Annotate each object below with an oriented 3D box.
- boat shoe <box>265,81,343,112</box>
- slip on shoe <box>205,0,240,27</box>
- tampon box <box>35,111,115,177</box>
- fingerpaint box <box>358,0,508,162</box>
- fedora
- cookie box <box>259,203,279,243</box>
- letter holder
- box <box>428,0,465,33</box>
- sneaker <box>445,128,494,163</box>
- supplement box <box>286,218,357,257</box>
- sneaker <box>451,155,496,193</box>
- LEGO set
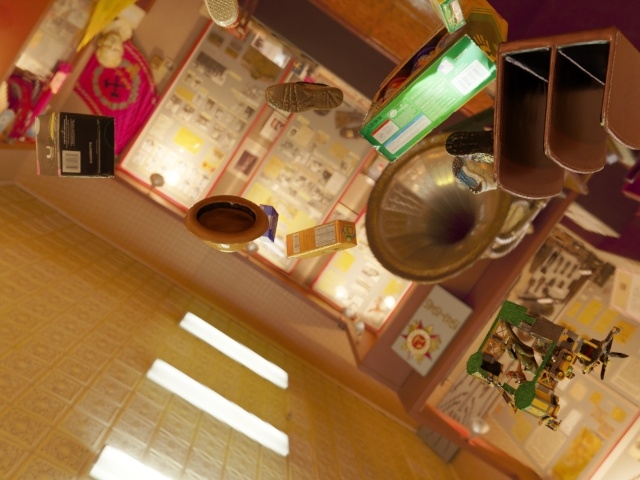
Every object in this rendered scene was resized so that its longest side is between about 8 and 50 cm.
[{"bbox_3d":[-0.034,-0.273,1.052,0.153,0.056,0.049,0,-156,-19],"label":"boat shoe"},{"bbox_3d":[-0.324,-0.813,1.711,0.101,0.123,0.330,1,-107,-84],"label":"slip on shoe"},{"bbox_3d":[-0.483,-0.184,1.082,0.102,0.120,0.161,-4,-172,-42],"label":"tampon box"},{"bbox_3d":[0.351,-0.511,1.730,0.163,0.445,0.371,39,-137,-15],"label":"fingerpaint box"},{"bbox_3d":[-0.219,-0.029,1.288,0.195,0.079,0.194,6,-141,-5],"label":"fedora"},{"bbox_3d":[-0.149,-0.046,1.548,0.040,0.091,0.107,7,171,6],"label":"cookie box"},{"bbox_3d":[0.392,-0.167,0.837,0.152,0.214,0.302,7,-174,40],"label":"letter holder"},{"bbox_3d":[0.241,-0.537,1.172,0.105,0.043,0.179,32,-151,-60],"label":"box"},{"bbox_3d":[0.552,-0.293,1.758,0.284,0.107,0.124,13,178,32],"label":"sneaker"},{"bbox_3d":[0.000,0.000,1.646,0.078,0.080,0.234,8,165,-44],"label":"supplement box"},{"bbox_3d":[0.467,-0.197,1.675,0.083,0.071,0.190,-4,-144,-19],"label":"sneaker"},{"bbox_3d":[0.503,0.283,1.234,0.192,0.254,0.331,29,171,-12],"label":"LEGO set"}]
